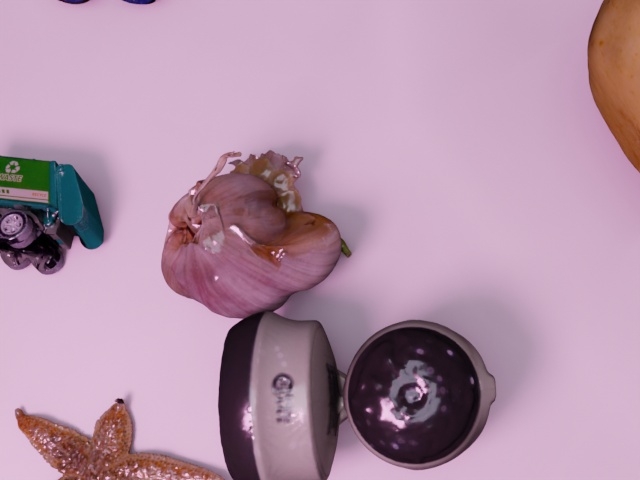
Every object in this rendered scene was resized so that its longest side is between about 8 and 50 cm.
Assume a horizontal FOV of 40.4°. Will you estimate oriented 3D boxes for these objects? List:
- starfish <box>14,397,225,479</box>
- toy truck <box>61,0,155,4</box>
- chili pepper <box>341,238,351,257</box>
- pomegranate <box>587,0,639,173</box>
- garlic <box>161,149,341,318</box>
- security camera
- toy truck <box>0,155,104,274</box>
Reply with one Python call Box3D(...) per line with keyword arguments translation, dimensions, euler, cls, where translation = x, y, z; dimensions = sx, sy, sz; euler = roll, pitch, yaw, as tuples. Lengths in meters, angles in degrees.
Box3D(translation=(-0.253, 0.304, 1.018), dimensions=(0.295, 0.048, 0.231), euler=(13, 71, 10), cls="starfish")
Box3D(translation=(-0.285, -0.405, 1.098), dimensions=(0.213, 0.177, 0.161), euler=(4, 81, 9), cls="toy truck")
Box3D(translation=(0.000, 0.000, 1.053), dimensions=(0.083, 0.017, 0.030), euler=(10, 81, 14), cls="chili pepper")
Box3D(translation=(0.422, -0.187, 0.872), dimensions=(0.332, 0.332, 0.332), euler=(-2, 78, 9), cls="pomegranate")
Box3D(translation=(-0.084, -0.042, 0.978), dimensions=(0.207, 0.257, 0.207), euler=(0, 43, 0), cls="garlic")
Box3D(translation=(0.045, 0.168, 0.924), dimensions=(0.277, 0.191, 0.197), euler=(-4, 77, 7), cls="security camera")
Box3D(translation=(-0.396, -0.035, 1.079), dimensions=(0.253, 0.114, 0.124), euler=(8, 67, 11), cls="toy truck")
